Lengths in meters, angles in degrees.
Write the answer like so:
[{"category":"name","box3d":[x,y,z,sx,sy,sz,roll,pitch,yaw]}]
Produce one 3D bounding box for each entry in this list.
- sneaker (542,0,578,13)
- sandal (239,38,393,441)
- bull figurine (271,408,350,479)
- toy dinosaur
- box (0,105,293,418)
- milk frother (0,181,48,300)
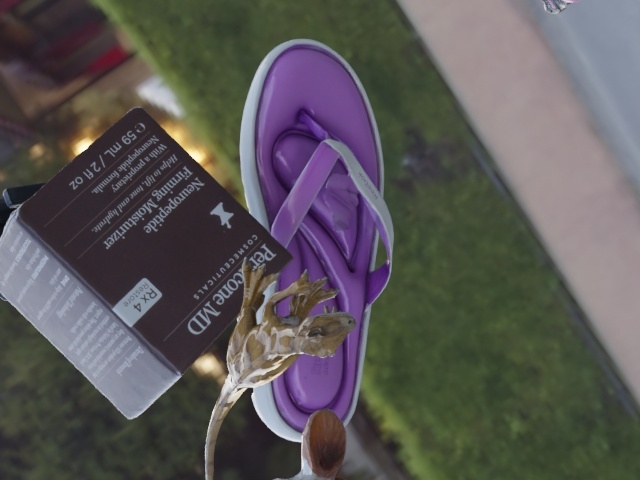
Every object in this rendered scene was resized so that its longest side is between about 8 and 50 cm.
[{"category":"sneaker","box3d":[0.190,-0.254,1.309,0.119,0.047,0.057,56,160,9]},{"category":"sandal","box3d":[0.013,-0.001,1.487,0.102,0.169,0.416,-2,90,56]},{"category":"bull figurine","box3d":[0.034,0.187,0.703,0.188,0.101,0.310,20,150,-4]},{"category":"toy dinosaur","box3d":[-0.042,0.074,0.931,0.064,0.112,0.211,27,145,-10]},{"category":"box","box3d":[-0.171,0.023,1.336,0.203,0.168,0.167,44,149,-1]},{"category":"milk frother","box3d":[-0.361,0.003,1.832,0.129,0.135,0.143,-25,75,59]}]
